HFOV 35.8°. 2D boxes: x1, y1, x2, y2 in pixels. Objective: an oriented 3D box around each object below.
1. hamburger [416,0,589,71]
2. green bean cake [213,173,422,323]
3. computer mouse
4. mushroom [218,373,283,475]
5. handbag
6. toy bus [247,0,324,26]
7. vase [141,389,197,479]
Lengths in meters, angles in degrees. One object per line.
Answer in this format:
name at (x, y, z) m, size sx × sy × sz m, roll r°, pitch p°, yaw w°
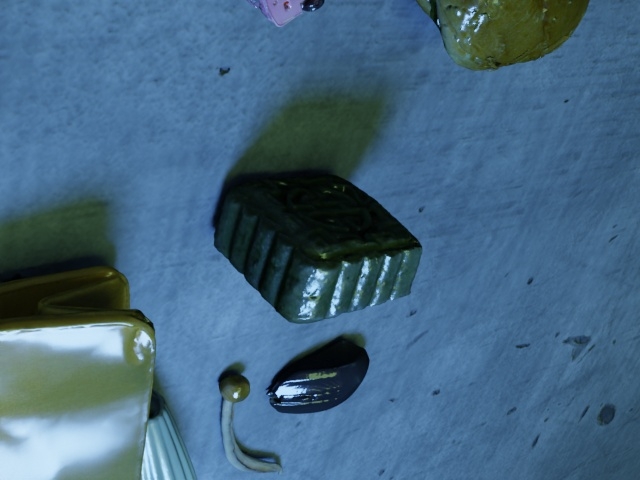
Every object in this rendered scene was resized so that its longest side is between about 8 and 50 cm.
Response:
hamburger at (0.222, -0.324, 1.066) m, size 0.266 × 0.134 × 0.284 m, roll -20°, pitch 138°, yaw -28°
green bean cake at (0.000, 0.000, 1.114) m, size 0.185 × 0.183 × 0.094 m, roll -8°, pitch 126°, yaw -39°
computer mouse at (0.005, 0.205, 1.418) m, size 0.172 × 0.057 × 0.099 m, roll -18°, pitch 137°, yaw -28°
mushroom at (-0.105, 0.284, 1.409) m, size 0.068 × 0.043 × 0.306 m, roll -13°, pitch 140°, yaw -2°
handbag at (-0.336, 0.213, 1.041) m, size 0.283 × 0.133 × 0.400 m, roll -10°, pitch 131°, yaw -32°
toy bus at (0.013, -0.285, 0.934) m, size 0.203 × 0.090 × 0.063 m, roll -37°, pitch 142°, yaw -13°
vase at (-0.217, 0.297, 1.242) m, size 0.128 × 0.128 × 0.248 m, roll -21°, pitch 128°, yaw -30°
